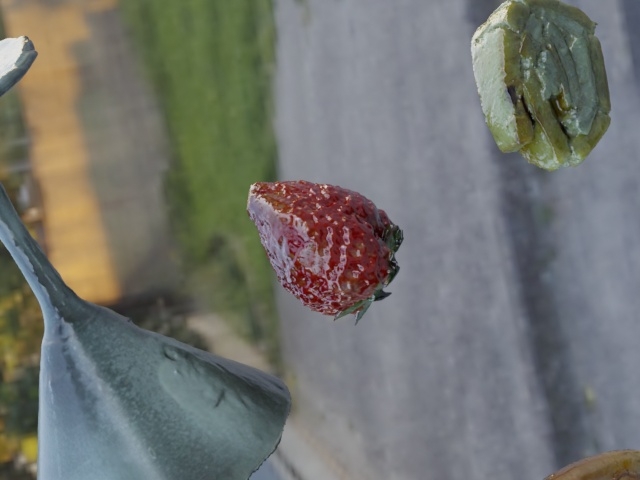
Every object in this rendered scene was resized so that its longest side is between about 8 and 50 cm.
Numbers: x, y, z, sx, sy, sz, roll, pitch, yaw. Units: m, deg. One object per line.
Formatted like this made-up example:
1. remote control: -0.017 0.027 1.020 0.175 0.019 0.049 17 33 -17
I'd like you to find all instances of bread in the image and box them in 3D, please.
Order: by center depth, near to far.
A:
1. bread: 0.192 -0.134 1.399 0.064 0.118 0.156 -40 57 57

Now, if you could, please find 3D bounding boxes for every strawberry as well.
1. strawberry: 0.000 0.007 1.513 0.131 0.148 0.131 -168 90 -83

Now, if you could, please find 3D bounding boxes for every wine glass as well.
1. wine glass: -0.227 0.048 1.402 0.406 0.267 0.267 61 179 -24

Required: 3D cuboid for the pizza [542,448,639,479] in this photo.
1. pizza: 0.196 0.260 1.246 0.052 0.185 0.195 26 130 49
